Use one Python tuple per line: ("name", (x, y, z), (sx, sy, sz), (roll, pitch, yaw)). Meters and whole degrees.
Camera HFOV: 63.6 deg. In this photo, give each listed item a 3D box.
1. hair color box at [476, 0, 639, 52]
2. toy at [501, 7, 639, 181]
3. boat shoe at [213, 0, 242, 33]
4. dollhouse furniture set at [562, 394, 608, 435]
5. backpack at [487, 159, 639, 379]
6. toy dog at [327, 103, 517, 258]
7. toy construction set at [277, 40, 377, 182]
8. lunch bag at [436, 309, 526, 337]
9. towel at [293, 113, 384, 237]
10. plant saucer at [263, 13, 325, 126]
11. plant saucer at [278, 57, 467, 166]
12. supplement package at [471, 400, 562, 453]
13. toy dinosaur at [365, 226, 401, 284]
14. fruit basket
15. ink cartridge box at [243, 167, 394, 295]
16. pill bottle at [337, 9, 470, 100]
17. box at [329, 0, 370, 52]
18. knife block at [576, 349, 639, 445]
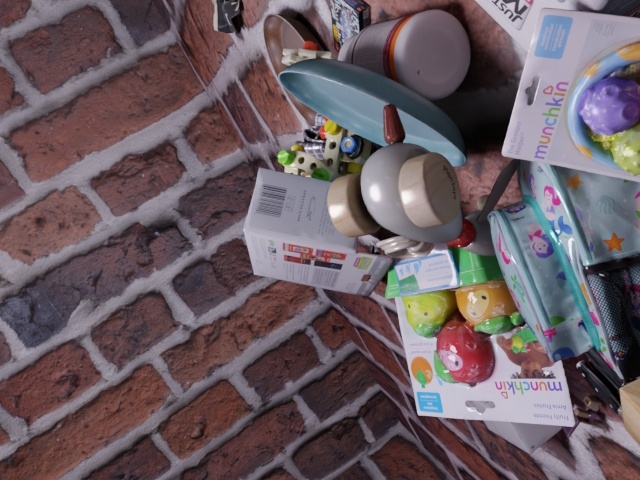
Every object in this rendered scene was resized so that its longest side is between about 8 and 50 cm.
("hair color box", (0.212, -0.312, 0.348), (0.185, 0.114, 0.374), (54, 167, 17))
("toy", (0.279, -0.095, 0.410), (0.238, 0.056, 0.136), (13, 129, 15))
("boat shoe", (-0.255, -0.671, 1.445), (0.079, 0.083, 0.233), (19, 159, -3))
("dollhouse furniture set", (0.523, 0.326, 1.026), (0.081, 0.090, 0.114), (19, -160, -9))
("backpack", (0.297, 0.002, 0.578), (0.225, 0.191, 0.253), (-37, -68, -74))
("toy dog", (0.152, -0.074, 0.702), (0.334, 0.220, 0.160), (22, -111, -65))
("toy construction set", (0.009, -0.231, 1.049), (0.215, 0.151, 0.327), (11, 104, 35))
("lunch bag", (0.366, 0.217, 1.134), (0.258, 0.120, 0.293), (53, 166, -4))
("towel", (0.075, -0.140, 1.225), (0.235, 0.121, 0.283), (31, 157, 37))
("plant saucer", (-0.037, -0.410, 1.261), (0.310, 0.050, 0.310), (54, 169, 16))
("plant saucer", (0.086, -0.201, 0.805), (0.318, 0.043, 0.317), (25, -178, -1))
("supplement package", (0.467, 0.415, 1.248), (0.105, 0.105, 0.179), (59, 169, -5))
("toy dinosaur", (0.164, -0.007, 1.122), (0.127, 0.200, 0.295), (46, 166, 46))
("fruit basket", (0.249, 0.145, 0.919), (0.327, 0.166, 0.352), (-18, 75, 51))
("ink cartridge box", (0.000, 0.000, 1.048), (0.272, 0.129, 0.309), (12, 161, 0))
("pill bottle", (0.117, -0.279, 0.799), (0.121, 0.121, 0.221), (62, 167, -24))
("box", (0.056, -0.396, 0.967), (0.094, 0.027, 0.137), (52, 168, 28))
("knife block", (0.422, 0.224, 0.628), (0.242, 0.275, 0.088), (1, 129, 40))
